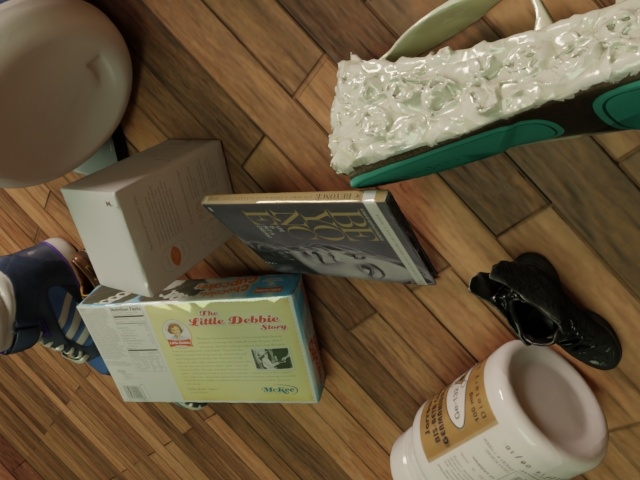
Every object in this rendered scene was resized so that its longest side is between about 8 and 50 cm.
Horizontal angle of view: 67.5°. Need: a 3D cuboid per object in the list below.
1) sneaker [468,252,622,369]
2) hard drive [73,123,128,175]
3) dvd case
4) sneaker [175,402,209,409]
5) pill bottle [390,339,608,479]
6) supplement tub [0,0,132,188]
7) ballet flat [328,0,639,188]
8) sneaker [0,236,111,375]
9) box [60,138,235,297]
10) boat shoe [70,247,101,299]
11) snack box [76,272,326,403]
[{"bbox_3d":[0.213,0.077,0.445,0.170,0.089,0.051,49,132,-2],"label":"sneaker"},{"bbox_3d":[-0.341,-0.138,0.711,0.135,0.022,0.094,16,126,24],"label":"hard drive"},{"bbox_3d":[0.000,0.000,0.528,0.221,0.018,0.164,2,150,32],"label":"dvd case"},{"bbox_3d":[-0.303,0.199,0.853,0.275,0.107,0.110,52,141,-6],"label":"sneaker"},{"bbox_3d":[0.178,0.220,0.531,0.131,0.131,0.229,38,132,6],"label":"pill bottle"},{"bbox_3d":[-0.415,-0.240,0.551,0.325,0.235,0.235,38,132,7],"label":"supplement tub"},{"bbox_3d":[0.168,-0.129,0.323,0.409,0.147,0.147,-6,114,36],"label":"ballet flat"},{"bbox_3d":[-0.519,0.177,0.881,0.130,0.236,0.322,3,119,32],"label":"sneaker"},{"bbox_3d":[-0.192,-0.036,0.581,0.091,0.170,0.130,8,121,29],"label":"box"},{"bbox_3d":[-0.408,0.089,0.873,0.064,0.060,0.178,14,125,25],"label":"boat shoe"},{"bbox_3d":[-0.166,0.147,0.693,0.322,0.060,0.187,-4,117,14],"label":"snack box"}]
